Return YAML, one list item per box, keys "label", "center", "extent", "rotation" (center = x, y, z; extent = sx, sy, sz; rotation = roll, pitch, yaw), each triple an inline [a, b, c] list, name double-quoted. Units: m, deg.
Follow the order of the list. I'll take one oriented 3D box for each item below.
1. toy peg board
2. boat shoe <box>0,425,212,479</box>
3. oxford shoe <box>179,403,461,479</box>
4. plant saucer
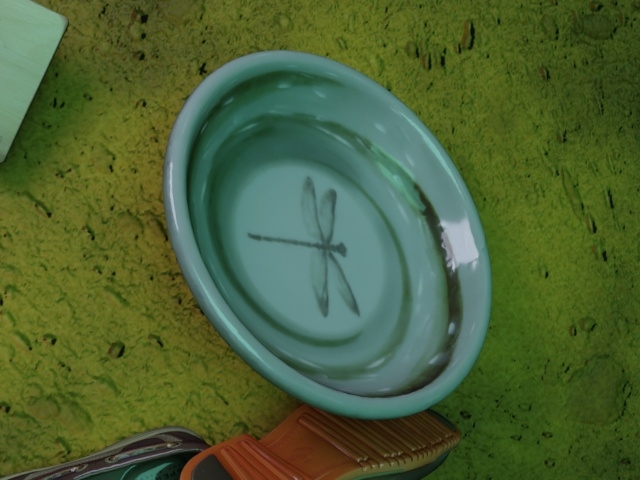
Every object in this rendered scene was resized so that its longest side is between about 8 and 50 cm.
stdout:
- label: "toy peg board"
  center: [-0.360, -0.185, 1.096]
  extent: [0.161, 0.079, 0.160]
  rotation: [25, 92, -12]
- label: "boat shoe"
  center: [-0.251, 0.276, 1.035]
  extent: [0.342, 0.123, 0.123]
  rotation: [-20, 89, -19]
- label: "oxford shoe"
  center: [0.000, 0.251, 1.101]
  extent: [0.364, 0.130, 0.132]
  rotation: [-9, 120, -41]
- label: "plant saucer"
  center: [0.000, 0.000, 1.118]
  extent: [0.401, 0.100, 0.400]
  rotation: [19, 56, -31]
